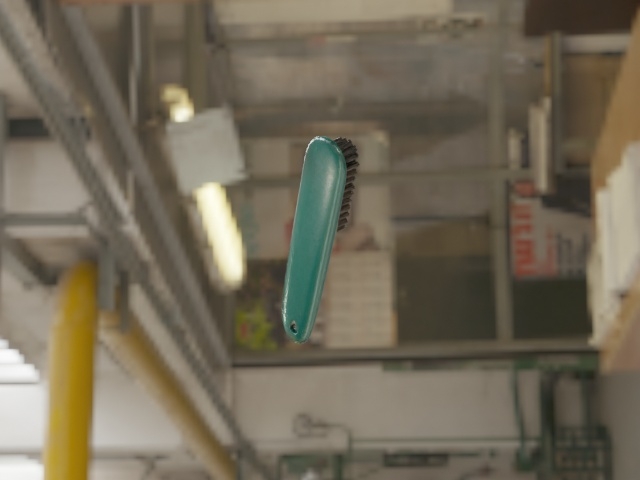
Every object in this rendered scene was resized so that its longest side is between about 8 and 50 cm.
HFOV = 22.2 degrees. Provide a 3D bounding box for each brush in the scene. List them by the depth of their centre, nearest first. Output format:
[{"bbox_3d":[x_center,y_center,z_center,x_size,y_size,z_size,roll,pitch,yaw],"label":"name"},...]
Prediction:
[{"bbox_3d":[0.000,0.000,1.279,0.032,0.043,0.193,-24,-43,-38],"label":"brush"}]
